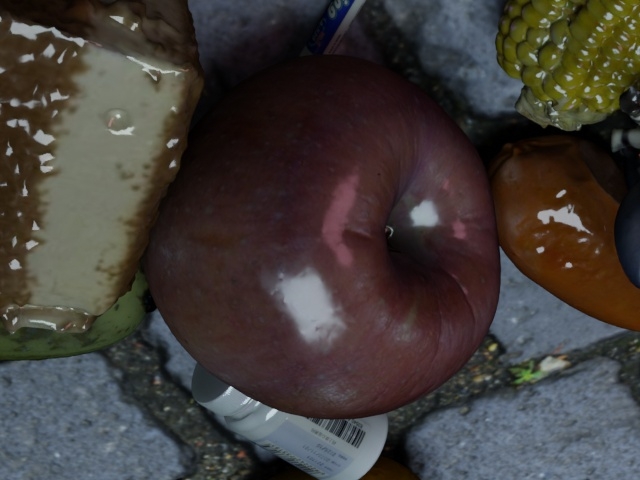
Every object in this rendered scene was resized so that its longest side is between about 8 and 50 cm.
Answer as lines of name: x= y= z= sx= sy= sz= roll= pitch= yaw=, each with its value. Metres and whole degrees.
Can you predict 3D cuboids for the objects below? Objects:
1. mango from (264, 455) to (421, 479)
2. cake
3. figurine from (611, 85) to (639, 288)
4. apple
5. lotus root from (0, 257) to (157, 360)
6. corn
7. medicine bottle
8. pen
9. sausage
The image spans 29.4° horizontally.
mango: x=0.009 y=0.310 z=1.318 sx=0.236 sy=0.136 sz=0.166 roll=-24 pitch=114 yaw=20
cake: x=-0.246 y=-0.120 z=0.854 sx=0.290 sy=0.256 sz=0.282 roll=10 pitch=127 yaw=-19
figurine: x=0.307 y=-0.065 z=0.934 sx=0.175 sy=0.265 sz=0.197 roll=-15 pitch=99 yaw=29
apple: x=0.000 y=0.000 z=0.963 sx=0.235 sy=0.306 sz=0.306 roll=-6 pitch=138 yaw=40
lotus root: x=-0.286 y=0.027 z=1.040 sx=0.309 sy=0.173 sz=0.173 roll=4 pitch=130 yaw=-6
corn: x=0.241 y=-0.224 z=0.892 sx=0.130 sy=0.130 sz=0.347 roll=18 pitch=124 yaw=-19
medicine bottle: x=-0.029 y=0.162 z=1.205 sx=0.186 sy=0.103 sz=0.103 roll=34 pitch=119 yaw=-30
pen: x=0.039 y=-0.214 z=0.944 sx=0.025 sy=0.025 sz=0.204 roll=20 pitch=125 yaw=-21
sausage: x=0.247 y=0.001 z=1.082 sx=0.258 sy=0.133 sz=0.133 roll=30 pitch=122 yaw=-28
